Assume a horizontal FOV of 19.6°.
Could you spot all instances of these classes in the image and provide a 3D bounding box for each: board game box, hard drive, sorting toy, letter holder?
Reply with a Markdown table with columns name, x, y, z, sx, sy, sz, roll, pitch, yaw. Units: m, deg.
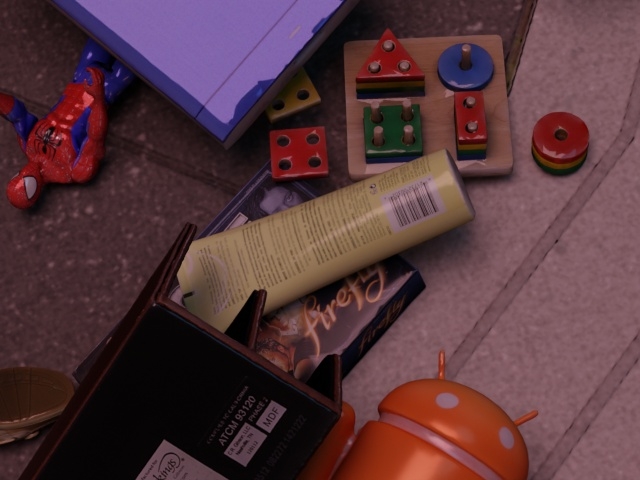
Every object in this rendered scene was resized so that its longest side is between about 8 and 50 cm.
| name | x | y | z | sx | sy | sz | roll | pitch | yaw |
| --- | --- | --- | --- | --- | --- | --- | --- | --- | --- |
| board game box | -0.058 | 0.072 | 1.479 | 0.165 | 0.042 | 0.243 | 38 | 80 | 24 |
| hard drive | -0.129 | -0.254 | 1.514 | 0.319 | 0.040 | 0.210 | 40 | 84 | 10 |
| sorting toy | 0.077 | -0.117 | 1.505 | 0.274 | 0.046 | 0.132 | -2 | 60 | 2 |
| letter holder | -0.125 | 0.164 | 1.365 | 0.152 | 0.214 | 0.302 | 32 | 106 | -8 |

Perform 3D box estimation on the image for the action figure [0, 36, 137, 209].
| name | x | y | z | sx | sy | sz | roll | pitch | yaw |
| --- | --- | --- | --- | --- | --- | --- | --- | --- | --- |
| action figure | -0.195 | -0.157 | 1.560 | 0.091 | 0.139 | 0.280 | 26 | 78 | 23 |

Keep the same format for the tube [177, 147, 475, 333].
| name | x | y | z | sx | sy | sz | roll | pitch | yaw |
| --- | --- | --- | --- | --- | --- | --- | --- | --- | --- |
| tube | 0.000 | 0.000 | 1.446 | 0.240 | 0.062 | 0.070 | -23 | 21 | 8 |

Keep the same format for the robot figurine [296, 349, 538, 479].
| name | x | y | z | sx | sy | sz | roll | pitch | yaw |
| --- | --- | --- | --- | --- | --- | --- | --- | --- | --- |
| robot figurine | 0.067 | 0.193 | 1.353 | 0.158 | 0.128 | 0.219 | 21 | 73 | 43 |

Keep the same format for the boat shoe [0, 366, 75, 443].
| name | x | y | z | sx | sy | sz | roll | pitch | yaw |
| --- | --- | --- | --- | --- | --- | --- | --- | --- | --- |
| boat shoe | -0.271 | 0.145 | 1.503 | 0.153 | 0.048 | 0.056 | -17 | 53 | -1 |
